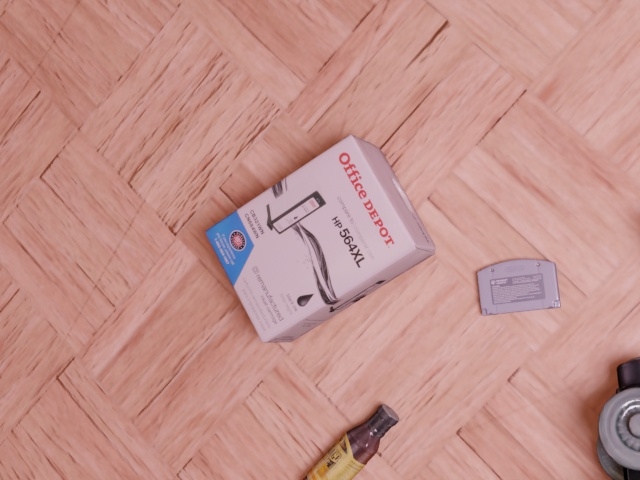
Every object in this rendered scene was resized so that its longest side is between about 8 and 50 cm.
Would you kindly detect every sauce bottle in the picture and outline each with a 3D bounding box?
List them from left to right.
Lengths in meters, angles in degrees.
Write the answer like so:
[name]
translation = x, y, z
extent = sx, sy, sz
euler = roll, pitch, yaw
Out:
[sauce bottle]
translation = 0.034, 0.231, 1.179
extent = 0.042, 0.042, 0.128
euler = 44, 99, 19

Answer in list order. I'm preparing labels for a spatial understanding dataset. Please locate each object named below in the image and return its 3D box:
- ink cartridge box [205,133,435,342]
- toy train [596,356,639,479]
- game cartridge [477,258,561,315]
[ink cartridge box]
translation = 0.000, 0.000, 1.187
extent = 0.203, 0.086, 0.148
euler = -34, 74, 16
[toy train]
translation = 0.358, 0.264, 0.981
extent = 0.190, 0.142, 0.333
euler = -5, 66, 11
[game cartridge]
translation = 0.209, 0.048, 1.140
extent = 0.083, 0.017, 0.056
euler = -7, 86, 21
